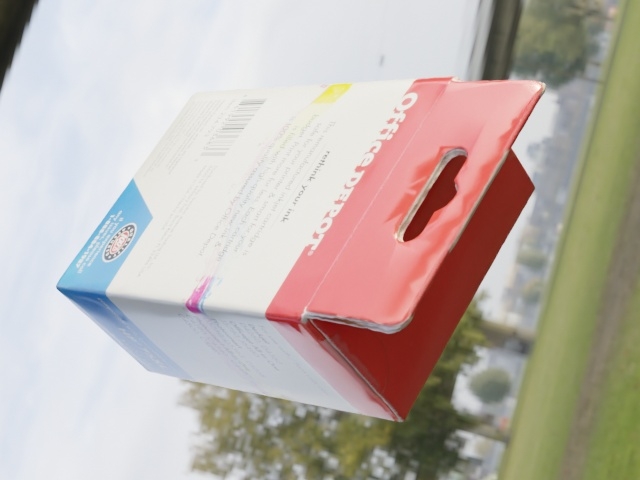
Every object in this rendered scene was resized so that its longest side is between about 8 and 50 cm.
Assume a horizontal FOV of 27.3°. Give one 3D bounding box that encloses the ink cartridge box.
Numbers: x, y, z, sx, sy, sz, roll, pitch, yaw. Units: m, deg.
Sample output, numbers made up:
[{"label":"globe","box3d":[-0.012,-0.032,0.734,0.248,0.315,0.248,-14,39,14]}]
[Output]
[{"label":"ink cartridge box","box3d":[0.000,0.000,0.597,0.078,0.231,0.134,49,-118,-33]}]
